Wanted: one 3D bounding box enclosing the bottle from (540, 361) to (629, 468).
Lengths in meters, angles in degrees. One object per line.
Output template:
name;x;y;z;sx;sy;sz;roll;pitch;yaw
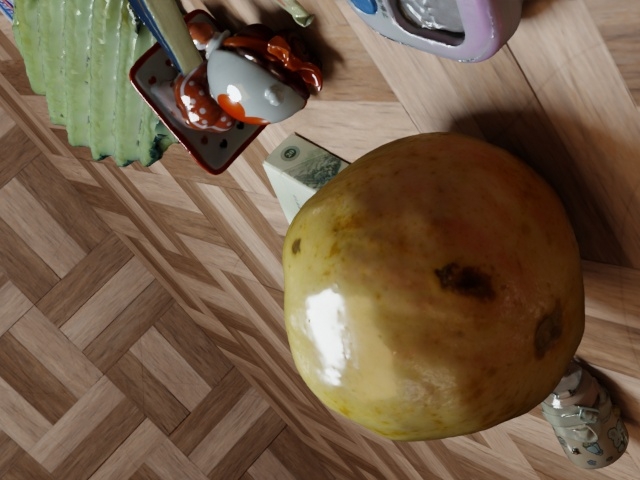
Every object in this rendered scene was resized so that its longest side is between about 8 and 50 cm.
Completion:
bottle;0.347;0.229;1.263;0.099;0.099;0.152;19;146;53

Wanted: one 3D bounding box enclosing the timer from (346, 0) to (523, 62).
timer;0.077;-0.249;0.787;0.191;0.069;0.208;29;156;39

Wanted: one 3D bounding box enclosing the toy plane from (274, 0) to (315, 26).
toy plane;-0.092;-0.319;0.935;0.256;0.104;0.242;29;160;37

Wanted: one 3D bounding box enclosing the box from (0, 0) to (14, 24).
box;-0.474;-0.413;1.558;0.265;0.097;0.168;52;160;-24

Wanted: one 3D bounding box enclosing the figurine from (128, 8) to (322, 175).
figurine;-0.089;-0.203;1.159;0.183;0.160;0.226;50;152;-21

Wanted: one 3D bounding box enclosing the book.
book;-0.272;-0.403;1.038;0.428;0.039;0.300;53;171;36

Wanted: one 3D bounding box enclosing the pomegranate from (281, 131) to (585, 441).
pomegranate;0.098;0.050;0.998;0.342;0.342;0.342;39;162;15

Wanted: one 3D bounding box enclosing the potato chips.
potato chips;-0.338;-0.269;1.445;0.359;0.070;0.429;33;145;7

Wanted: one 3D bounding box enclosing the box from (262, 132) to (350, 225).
box;0.048;-0.033;1.348;0.257;0.069;0.164;31;159;31
